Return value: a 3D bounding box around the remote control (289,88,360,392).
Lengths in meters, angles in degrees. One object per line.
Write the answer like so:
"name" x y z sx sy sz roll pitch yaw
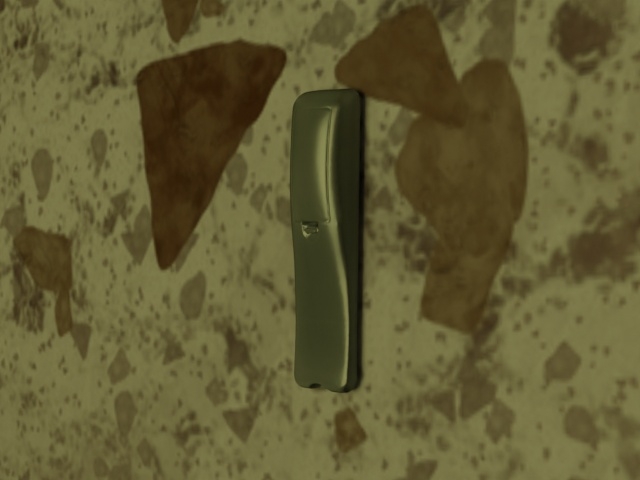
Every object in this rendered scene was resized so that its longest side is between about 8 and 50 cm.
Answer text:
"remote control" 0.000 0.000 0.896 0.050 0.027 0.184 2 93 46
